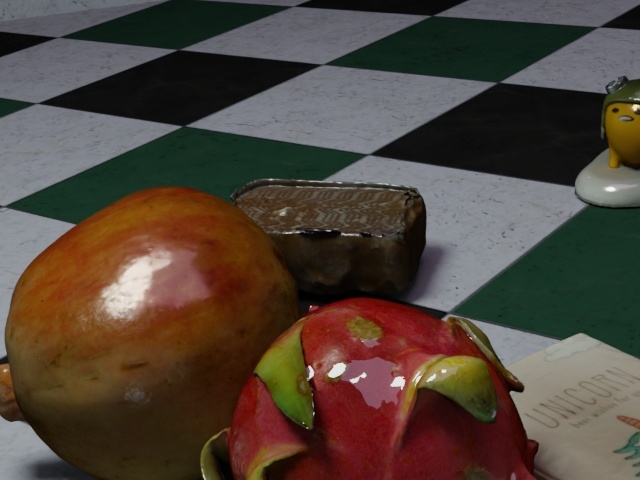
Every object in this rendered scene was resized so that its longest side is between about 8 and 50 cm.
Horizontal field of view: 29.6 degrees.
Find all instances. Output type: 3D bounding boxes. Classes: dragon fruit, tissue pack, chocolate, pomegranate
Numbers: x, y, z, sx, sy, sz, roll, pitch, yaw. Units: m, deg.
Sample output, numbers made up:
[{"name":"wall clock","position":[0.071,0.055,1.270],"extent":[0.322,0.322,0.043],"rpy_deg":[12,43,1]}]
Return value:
[{"name":"dragon fruit","position":[0.041,0.149,0.814],"extent":[0.224,0.224,0.227],"rpy_deg":[-13,26,-14]},{"name":"tissue pack","position":[0.248,0.167,0.871],"extent":[0.170,0.071,0.325],"rpy_deg":[-22,28,-28]},{"name":"chocolate","position":[0.000,0.000,1.297],"extent":[0.214,0.093,0.148],"rpy_deg":[2,23,16]},{"name":"pomegranate","position":[-0.144,0.086,0.980],"extent":[0.270,0.229,0.252],"rpy_deg":[-19,32,0]}]

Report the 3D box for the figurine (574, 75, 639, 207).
[{"name":"figurine","position":[0.412,-0.142,1.458],"extent":[0.250,0.141,0.166],"rpy_deg":[-24,28,-36]}]
